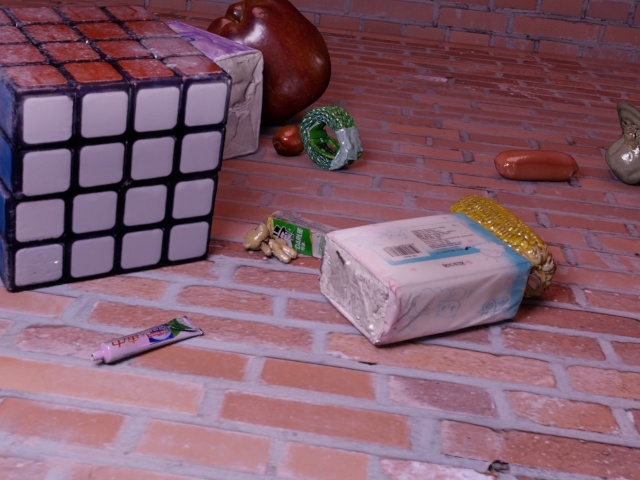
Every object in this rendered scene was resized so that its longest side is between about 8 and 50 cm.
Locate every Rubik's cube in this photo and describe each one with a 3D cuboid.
[{"bbox_3d":[-0.379,-0.165,1.382,0.344,0.337,0.344,-10,38,-32],"label":"Rubik's cube"}]

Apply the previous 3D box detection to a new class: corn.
[{"bbox_3d":[0.312,0.002,1.493,0.115,0.115,0.318,0,25,-13],"label":"corn"}]

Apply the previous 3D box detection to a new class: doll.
[{"bbox_3d":[-0.086,0.011,1.479,0.093,0.051,0.061,44,34,10],"label":"doll"}]

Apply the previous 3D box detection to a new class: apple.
[{"bbox_3d":[-0.125,-0.439,2.102,0.288,0.317,0.288,-24,38,20],"label":"apple"}]

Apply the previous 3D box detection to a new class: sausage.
[{"bbox_3d":[0.491,-0.171,1.957,0.194,0.077,0.077,2,25,-10],"label":"sausage"}]

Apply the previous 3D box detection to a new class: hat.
[{"bbox_3d":[0.721,-0.192,1.988,0.110,0.252,0.252,-35,27,6],"label":"hat"}]

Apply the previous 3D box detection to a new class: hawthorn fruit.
[{"bbox_3d":[-0.072,-0.224,1.950,0.077,0.077,0.077,5,24,-2],"label":"hawthorn fruit"}]

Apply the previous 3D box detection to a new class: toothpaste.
[{"bbox_3d":[-0.237,0.135,1.168,0.045,0.028,0.170,33,31,34],"label":"toothpaste"}]

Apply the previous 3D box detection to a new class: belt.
[{"bbox_3d":[0.020,-0.224,1.895,0.151,0.121,0.079,55,37,7],"label":"belt"}]

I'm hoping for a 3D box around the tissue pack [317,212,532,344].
[{"bbox_3d":[0.158,0.054,1.322,0.271,0.124,0.201,-7,27,-29],"label":"tissue pack"}]

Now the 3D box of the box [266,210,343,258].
[{"bbox_3d":[0.000,0.000,1.493,0.207,0.049,0.041,17,23,22],"label":"box"}]

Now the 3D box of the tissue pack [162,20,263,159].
[{"bbox_3d":[-0.287,-0.345,1.956,0.160,0.242,0.338,-20,34,-38],"label":"tissue pack"}]
